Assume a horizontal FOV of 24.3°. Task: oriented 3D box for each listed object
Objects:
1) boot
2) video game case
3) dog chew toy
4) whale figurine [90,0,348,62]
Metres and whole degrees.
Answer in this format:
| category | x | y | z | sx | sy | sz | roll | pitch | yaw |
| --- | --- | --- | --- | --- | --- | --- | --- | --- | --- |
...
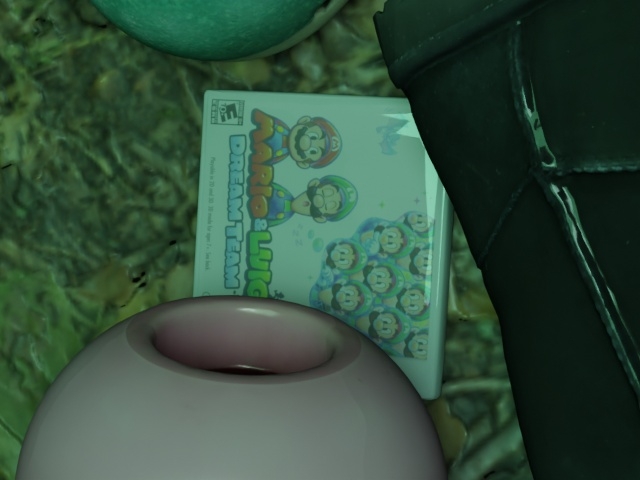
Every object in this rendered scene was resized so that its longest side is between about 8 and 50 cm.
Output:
| category | x | y | z | sx | sy | sz | roll | pitch | yaw |
| --- | --- | --- | --- | --- | --- | --- | --- | --- | --- |
| boot | 0.229 | 0.051 | 0.605 | 0.367 | 0.146 | 0.445 | -25 | 80 | 48 |
| video game case | 0.000 | 0.000 | 0.799 | 0.143 | 0.019 | 0.157 | 5 | 93 | 21 |
| dog chew toy | -0.048 | 0.200 | 0.734 | 0.207 | 0.206 | 0.331 | 12 | 109 | 21 |
| whale figurine | -0.089 | -0.217 | 0.761 | 0.216 | 0.141 | 0.272 | -43 | 76 | 18 |
